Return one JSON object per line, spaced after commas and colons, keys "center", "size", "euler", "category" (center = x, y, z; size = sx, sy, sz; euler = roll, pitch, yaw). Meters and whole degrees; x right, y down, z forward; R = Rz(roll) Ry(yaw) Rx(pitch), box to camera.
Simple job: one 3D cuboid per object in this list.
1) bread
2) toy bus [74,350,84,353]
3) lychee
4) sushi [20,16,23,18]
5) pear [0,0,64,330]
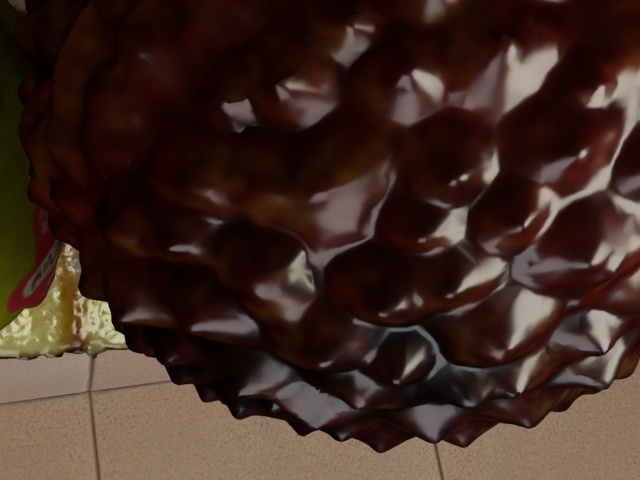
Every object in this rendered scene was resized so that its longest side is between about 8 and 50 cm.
{"center": [-0.261, 0.002, 0.941], "size": [0.263, 0.236, 0.198], "euler": [-2, 162, -31], "category": "bread"}
{"center": [-0.253, 0.039, 1.144], "size": [0.312, 0.190, 0.152], "euler": [-4, 169, -23], "category": "toy bus"}
{"center": [0.067, -0.092, 0.544], "size": [0.500, 0.424, 0.425], "euler": [-18, 173, -44], "category": "lychee"}
{"center": [-0.245, -0.167, 0.763], "size": [0.046, 0.044, 0.083], "euler": [-36, 161, 8], "category": "sushi"}
{"center": [-0.306, -0.074, 0.592], "size": [0.287, 0.287, 0.375], "euler": [-6, 155, -15], "category": "pear"}
